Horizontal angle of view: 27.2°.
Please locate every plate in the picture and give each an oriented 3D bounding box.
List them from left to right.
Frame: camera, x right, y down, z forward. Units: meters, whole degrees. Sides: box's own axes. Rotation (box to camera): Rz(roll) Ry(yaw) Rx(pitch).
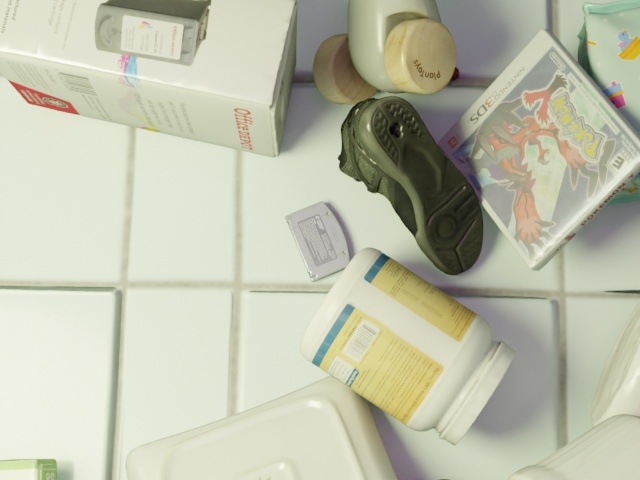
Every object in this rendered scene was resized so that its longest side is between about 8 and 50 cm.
[{"bbox_3d":[-0.053,0.276,1.379,0.278,0.045,0.277,-20,50,-3],"label":"plate"}]

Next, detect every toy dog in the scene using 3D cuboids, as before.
[{"bbox_3d":[0.109,-0.301,1.496,0.220,0.161,0.333,34,114,42],"label":"toy dog"}]

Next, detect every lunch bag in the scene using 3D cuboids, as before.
[{"bbox_3d":[0.430,-0.164,1.478,0.262,0.160,0.223,-7,79,4],"label":"lunch bag"}]

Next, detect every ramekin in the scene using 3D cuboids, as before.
[{"bbox_3d":[0.318,0.301,1.279,0.135,0.277,0.277,-36,81,-11],"label":"ramekin"}]

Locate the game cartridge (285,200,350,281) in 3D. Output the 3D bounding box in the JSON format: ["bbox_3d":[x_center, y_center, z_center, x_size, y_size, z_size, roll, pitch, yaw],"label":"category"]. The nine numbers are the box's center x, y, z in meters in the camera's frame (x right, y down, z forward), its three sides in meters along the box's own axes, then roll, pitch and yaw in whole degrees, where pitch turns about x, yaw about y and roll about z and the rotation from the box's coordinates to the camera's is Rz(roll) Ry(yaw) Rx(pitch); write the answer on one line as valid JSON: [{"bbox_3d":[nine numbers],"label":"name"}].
[{"bbox_3d":[0.000,0.000,1.514,0.056,0.017,0.083,-22,80,-1],"label":"game cartridge"}]

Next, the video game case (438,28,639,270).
[{"bbox_3d":[0.241,-0.100,1.450,0.183,0.023,0.201,-48,57,24],"label":"video game case"}]

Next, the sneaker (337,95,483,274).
[{"bbox_3d":[0.099,-0.065,1.500,0.087,0.130,0.227,-40,110,-12],"label":"sneaker"}]

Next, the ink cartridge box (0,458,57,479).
[{"bbox_3d":[-0.365,0.353,1.403,0.171,0.056,0.235,-5,80,14],"label":"ink cartridge box"}]

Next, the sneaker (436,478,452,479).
[{"bbox_3d":[0.195,0.370,1.399,0.101,0.106,0.267,-42,84,-9],"label":"sneaker"}]

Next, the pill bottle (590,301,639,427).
[{"bbox_3d":[0.456,0.188,1.403,0.302,0.169,0.169,23,80,4],"label":"pill bottle"}]

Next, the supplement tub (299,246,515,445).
[{"bbox_3d":[0.093,0.115,1.426,0.200,0.144,0.144,34,81,6],"label":"supplement tub"}]

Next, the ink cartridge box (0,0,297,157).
[{"bbox_3d":[-0.184,-0.202,1.445,0.306,0.226,0.131,11,80,1],"label":"ink cartridge box"}]
